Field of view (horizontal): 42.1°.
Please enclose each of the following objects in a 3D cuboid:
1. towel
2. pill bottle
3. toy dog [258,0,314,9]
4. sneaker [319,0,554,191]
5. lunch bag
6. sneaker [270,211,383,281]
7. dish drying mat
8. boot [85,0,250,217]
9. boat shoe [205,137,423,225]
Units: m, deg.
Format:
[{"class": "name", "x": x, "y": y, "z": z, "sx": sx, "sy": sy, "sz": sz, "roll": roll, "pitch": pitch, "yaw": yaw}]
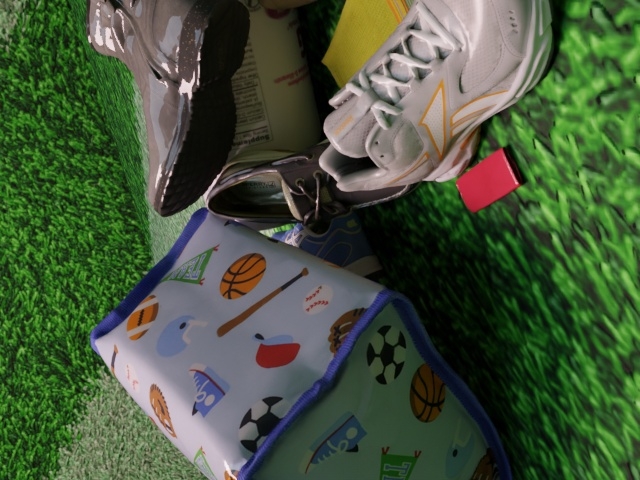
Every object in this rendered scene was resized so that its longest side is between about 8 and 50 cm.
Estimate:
[{"class": "towel", "x": 0.049, "y": -0.180, "z": 0.711, "sx": 0.102, "sy": 0.021, "sz": 0.237, "roll": 66, "pitch": 162, "yaw": 14}, {"class": "pill bottle", "x": -0.088, "y": -0.163, "z": 0.897, "sx": 0.160, "sy": 0.160, "sz": 0.283, "roll": 36, "pitch": 142, "yaw": 59}, {"class": "toy dog", "x": -0.045, "y": -0.297, "z": 0.632, "sx": 0.220, "sy": 0.161, "sz": 0.334, "roll": 63, "pitch": 161, "yaw": 18}, {"class": "sneaker", "x": 0.067, "y": -0.105, "z": 0.581, "sx": 0.099, "sy": 0.121, "sz": 0.262, "roll": 61, "pitch": 160, "yaw": 22}, {"class": "lunch bag", "x": 0.001, "y": 0.193, "z": 0.838, "sx": 0.328, "sy": 0.239, "sz": 0.385, "roll": 27, "pitch": 162, "yaw": 50}, {"class": "sneaker", "x": 0.000, "y": 0.000, "z": 0.963, "sx": 0.211, "sy": 0.080, "sz": 0.081, "roll": 8, "pitch": 115, "yaw": 58}, {"class": "dish drying mat", "x": 0.130, "y": -0.046, "z": 0.644, "sx": 0.032, "sy": 0.008, "sz": 0.083, "roll": 67, "pitch": 161, "yaw": 7}, {"class": "boot", "x": -0.159, "y": -0.158, "z": 0.801, "sx": 0.161, "sy": 0.083, "sz": 0.246, "roll": 35, "pitch": 129, "yaw": 22}, {"class": "boat shoe", "x": -0.010, "y": -0.048, "z": 0.777, "sx": 0.223, "sy": 0.073, "sz": 0.080, "roll": -2, "pitch": 126, "yaw": 33}]
